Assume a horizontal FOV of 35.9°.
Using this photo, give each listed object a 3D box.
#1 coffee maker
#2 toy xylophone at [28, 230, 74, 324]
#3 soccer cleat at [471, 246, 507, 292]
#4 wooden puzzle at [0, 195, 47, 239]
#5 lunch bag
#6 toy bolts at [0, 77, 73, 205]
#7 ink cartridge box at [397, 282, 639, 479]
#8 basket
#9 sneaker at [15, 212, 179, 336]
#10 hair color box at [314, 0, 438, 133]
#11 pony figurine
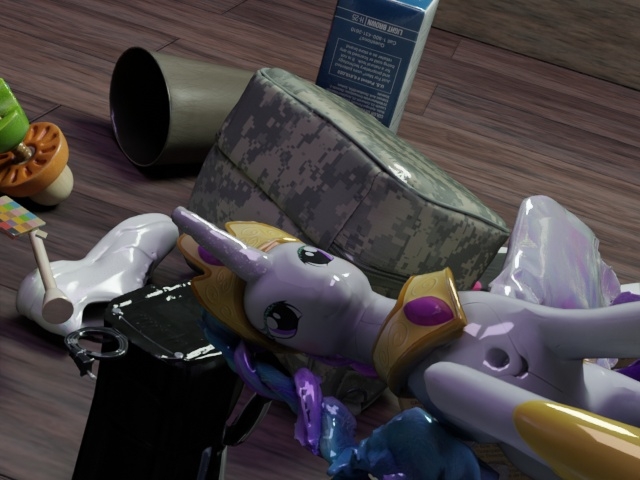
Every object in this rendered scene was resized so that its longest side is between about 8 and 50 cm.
[{"bbox_3d":[-0.134,0.134,0.765,0.171,0.178,0.120,1,28,-33],"label":"coffee maker"},{"bbox_3d":[-0.367,0.022,0.910,0.236,0.081,0.322,-18,36,-21],"label":"toy xylophone"},{"bbox_3d":[0.195,0.061,1.198,0.331,0.143,0.116,12,57,35],"label":"soccer cleat"},{"bbox_3d":[-0.295,-0.022,0.933,0.083,0.006,0.049,34,23,9],"label":"wooden puzzle"},{"bbox_3d":[0.000,0.000,1.021,0.212,0.256,0.305,20,18,-46],"label":"lunch bag"},{"bbox_3d":[-0.422,-0.112,1.202,0.218,0.158,0.228,-30,48,-1],"label":"toy bolts"},{"bbox_3d":[0.191,0.144,0.815,0.235,0.193,0.088,-8,20,18],"label":"ink cartridge box"},{"bbox_3d":[-0.161,-0.185,1.424,0.227,0.154,0.204,0,32,-37],"label":"basket"},{"bbox_3d":[-0.208,0.045,1.030,0.094,0.080,0.212,32,40,20],"label":"sneaker"},{"bbox_3d":[0.043,-0.150,1.231,0.105,0.347,0.174,19,25,6],"label":"hair color box"},{"bbox_3d":[0.122,0.088,0.539,0.363,0.303,0.351,11,-20,46],"label":"pony figurine"}]
